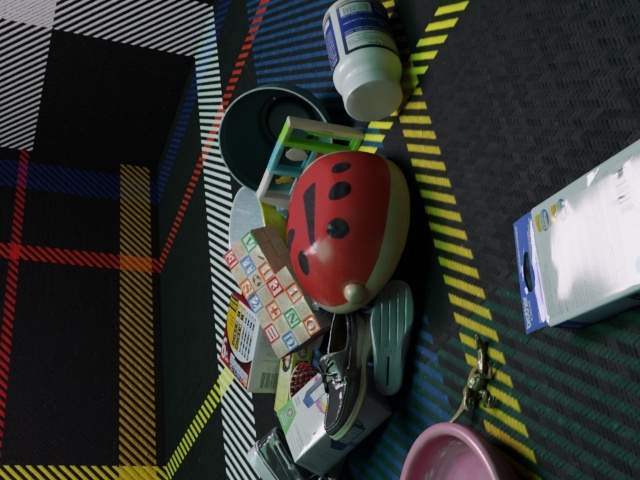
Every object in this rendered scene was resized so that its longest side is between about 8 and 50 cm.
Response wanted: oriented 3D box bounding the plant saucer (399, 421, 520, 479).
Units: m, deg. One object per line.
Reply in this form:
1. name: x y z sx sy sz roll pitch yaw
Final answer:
1. plant saucer: 0.230 0.458 1.273 0.332 0.084 0.331 -174 90 -68

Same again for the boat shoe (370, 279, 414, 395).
1. boat shoe: 0.136 0.187 1.583 0.076 0.083 0.226 -19 -62 -83

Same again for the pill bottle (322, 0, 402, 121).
1. pill bottle: 0.095 -0.398 1.764 0.153 0.153 0.264 124 146 -48

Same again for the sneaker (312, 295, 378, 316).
1. sneaker: 0.055 0.126 1.775 0.163 0.086 0.226 -60 20 24

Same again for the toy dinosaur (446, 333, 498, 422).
1. toy dinosaur: 0.255 0.252 1.340 0.092 0.053 0.183 -112 40 -77

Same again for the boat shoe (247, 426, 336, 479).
1. boat shoe: -0.018 0.530 1.711 0.105 0.113 0.306 -45 75 12

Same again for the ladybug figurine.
1. ladybug figurine: 0.041 -0.038 1.663 0.305 0.162 0.449 -46 27 23

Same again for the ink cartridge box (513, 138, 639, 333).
1. ink cartridge box: 0.378 0.003 1.076 0.311 0.065 0.185 140 133 -56

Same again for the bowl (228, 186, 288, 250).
1. bowl: -0.131 -0.006 2.178 0.289 0.156 0.289 179 90 -65

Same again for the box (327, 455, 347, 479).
1. box: -0.019 0.528 1.843 0.113 0.094 0.275 -128 48 -58

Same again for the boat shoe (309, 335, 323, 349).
1. boat shoe: -0.026 0.179 2.006 0.066 0.063 0.184 164 112 -66

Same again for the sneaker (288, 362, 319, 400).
1. sneaker: -0.047 0.410 1.959 0.093 0.088 0.225 142 133 -66

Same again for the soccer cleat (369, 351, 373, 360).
1. soccer cleat: 0.099 0.240 1.720 0.083 0.036 0.029 138 135 -58

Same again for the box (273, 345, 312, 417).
1. box: -0.068 0.346 2.067 0.087 0.058 0.232 -173 89 -68

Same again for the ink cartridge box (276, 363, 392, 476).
1. ink cartridge box: 0.027 0.356 1.675 0.212 0.093 0.154 -43 35 11

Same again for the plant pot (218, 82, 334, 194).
1. plant pot: -0.094 -0.280 2.079 0.196 0.293 0.293 -67 -3 -61

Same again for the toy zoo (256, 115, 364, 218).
1. toy zoo: -0.035 -0.165 1.962 0.030 0.193 0.293 -104 30 -43

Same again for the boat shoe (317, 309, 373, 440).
1. boat shoe: 0.039 0.250 1.576 0.103 0.092 0.285 -40 26 48

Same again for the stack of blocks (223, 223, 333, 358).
1. stack of blocks: -0.094 0.112 1.941 0.171 0.087 0.297 -41 74 38

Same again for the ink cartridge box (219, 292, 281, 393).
1. ink cartridge box: -0.164 0.248 2.237 0.309 0.130 0.271 -158 77 -67
